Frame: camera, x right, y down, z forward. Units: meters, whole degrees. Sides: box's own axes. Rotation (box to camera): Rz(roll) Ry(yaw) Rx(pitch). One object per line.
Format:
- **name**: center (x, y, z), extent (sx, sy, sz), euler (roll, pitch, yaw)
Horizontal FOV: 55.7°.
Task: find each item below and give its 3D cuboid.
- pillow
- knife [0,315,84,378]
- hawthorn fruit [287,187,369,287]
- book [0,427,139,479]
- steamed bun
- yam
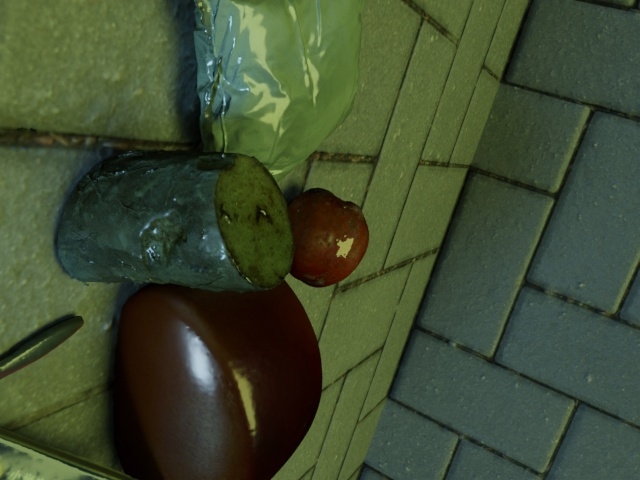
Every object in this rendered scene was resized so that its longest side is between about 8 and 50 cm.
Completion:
- **pillow**: center (-0.044, -0.230, 0.786), extent (0.310, 0.138, 0.283), euler (-44, 148, -38)
- **knife**: center (-0.344, 0.139, 0.617), extent (0.247, 0.018, 0.035), euler (-37, 146, -49)
- **hawthorn fruit**: center (0.000, 0.000, 1.073), extent (0.173, 0.173, 0.172), euler (-49, 151, -38)
- **book**: center (-0.385, 0.425, 0.635), extent (0.300, 0.039, 0.427), euler (48, 66, -42)
- **steamed bun**: center (-0.138, 0.216, 0.853), extent (0.235, 0.248, 0.379), euler (-31, 139, -55)
- **yam**: center (-0.156, -0.023, 0.643), extent (0.154, 0.255, 0.153), euler (0, 90, -57)
